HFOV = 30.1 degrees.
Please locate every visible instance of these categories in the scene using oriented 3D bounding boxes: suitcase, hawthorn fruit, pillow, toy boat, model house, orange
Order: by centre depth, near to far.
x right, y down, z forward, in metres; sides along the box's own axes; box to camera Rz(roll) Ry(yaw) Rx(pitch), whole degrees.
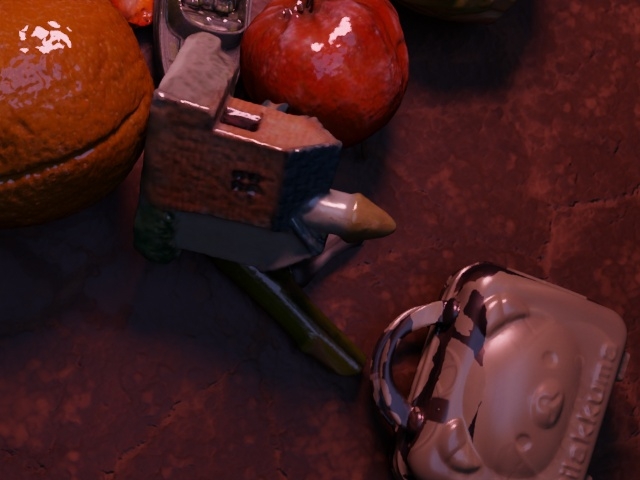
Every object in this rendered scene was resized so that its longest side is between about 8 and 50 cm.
[{"bbox_3d":[-0.387,-0.166,1.462,0.357,0.322,0.322,-23,92,-8],"label":"orange"},{"bbox_3d":[-0.053,-0.082,1.525,0.325,0.267,0.194,17,39,2],"label":"model house"},{"bbox_3d":[0.022,-0.217,1.644,0.242,0.242,0.272,-34,122,-15],"label":"hawthorn fruit"},{"bbox_3d":[-0.161,-0.312,1.645,0.141,0.092,0.319,7,86,-34],"label":"toy boat"},{"bbox_3d":[0.237,0.213,1.670,0.339,0.194,0.351,21,81,-10],"label":"suitcase"},{"bbox_3d":[0.001,0.001,1.691,0.135,0.055,0.091,-32,97,-13],"label":"pillow"}]

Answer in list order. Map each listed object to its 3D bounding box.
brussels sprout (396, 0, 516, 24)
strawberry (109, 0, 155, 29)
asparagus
[{"bbox_3d":[0.179,-0.470,1.682,0.328,0.247,0.328,0,94,1],"label":"brussels sprout"},{"bbox_3d":[-0.274,-0.375,1.637,0.121,0.082,0.188,33,60,-50],"label":"strawberry"},{"bbox_3d":[-0.046,0.092,1.671,0.067,0.060,0.278,-45,100,-12],"label":"asparagus"}]
